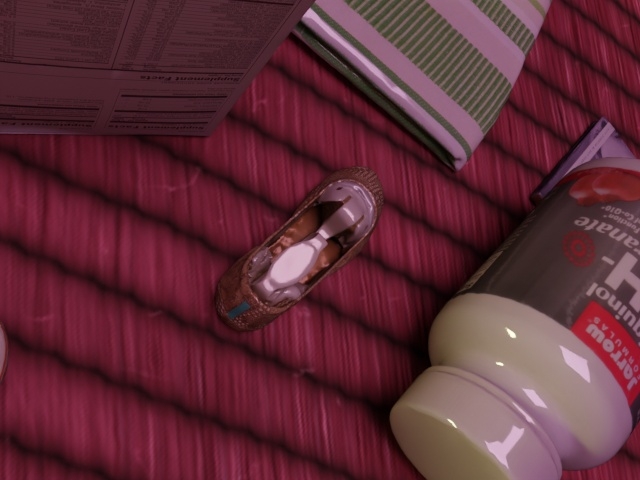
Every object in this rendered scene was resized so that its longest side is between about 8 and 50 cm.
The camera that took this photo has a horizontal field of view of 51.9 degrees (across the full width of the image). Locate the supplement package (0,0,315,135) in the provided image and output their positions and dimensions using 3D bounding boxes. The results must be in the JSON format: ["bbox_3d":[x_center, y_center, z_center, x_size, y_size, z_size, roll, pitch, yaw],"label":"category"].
[{"bbox_3d":[-0.140,-0.206,0.423,0.198,0.262,0.199,-4,79,-27],"label":"supplement package"}]

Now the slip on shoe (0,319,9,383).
[{"bbox_3d":[-0.342,0.085,0.340,0.331,0.101,0.123,-4,77,-29],"label":"slip on shoe"}]

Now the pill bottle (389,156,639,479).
[{"bbox_3d":[0.207,0.080,0.572,0.318,0.176,0.176,-42,97,-27],"label":"pill bottle"}]

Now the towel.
[{"bbox_3d":[0.127,-0.261,0.705,0.248,0.038,0.325,37,62,-15],"label":"towel"}]

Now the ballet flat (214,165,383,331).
[{"bbox_3d":[0.000,0.000,0.553,0.073,0.067,0.206,48,61,-8],"label":"ballet flat"}]

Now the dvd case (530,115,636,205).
[{"bbox_3d":[0.352,-0.014,0.763,0.164,0.018,0.221,-43,98,-28],"label":"dvd case"}]
